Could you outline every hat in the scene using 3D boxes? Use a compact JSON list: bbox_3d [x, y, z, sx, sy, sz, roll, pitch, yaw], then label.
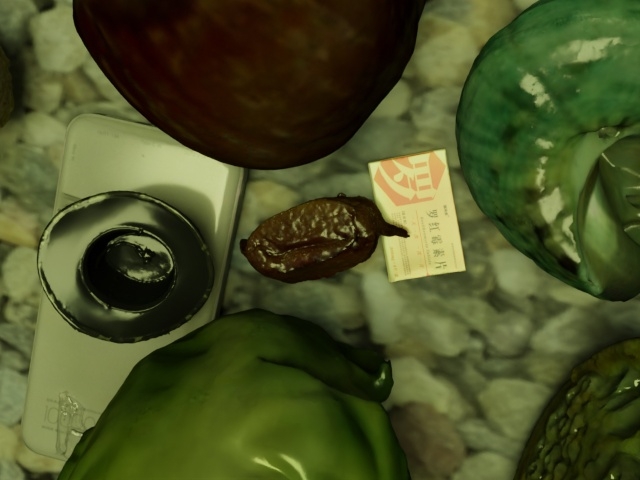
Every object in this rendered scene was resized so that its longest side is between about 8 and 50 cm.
[{"bbox_3d":[-0.135,0.015,0.474,0.121,0.050,0.121,-1,102,-5],"label":"hat"}]

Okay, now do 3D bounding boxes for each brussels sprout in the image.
[{"bbox_3d":[-0.042,0.188,0.424,0.227,0.294,0.259,-2,121,27],"label":"brussels sprout"}]

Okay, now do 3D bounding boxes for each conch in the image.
[{"bbox_3d":[0.169,-0.072,0.420,0.176,0.122,0.188,23,104,-16],"label":"conch"}]

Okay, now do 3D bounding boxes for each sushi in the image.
[{"bbox_3d":[0.000,0.000,0.488,0.120,0.055,0.052,-23,79,19],"label":"sushi"}]

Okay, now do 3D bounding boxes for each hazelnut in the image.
[{"bbox_3d":[-0.026,-0.158,0.397,0.218,0.218,0.233,31,101,4],"label":"hazelnut"}]

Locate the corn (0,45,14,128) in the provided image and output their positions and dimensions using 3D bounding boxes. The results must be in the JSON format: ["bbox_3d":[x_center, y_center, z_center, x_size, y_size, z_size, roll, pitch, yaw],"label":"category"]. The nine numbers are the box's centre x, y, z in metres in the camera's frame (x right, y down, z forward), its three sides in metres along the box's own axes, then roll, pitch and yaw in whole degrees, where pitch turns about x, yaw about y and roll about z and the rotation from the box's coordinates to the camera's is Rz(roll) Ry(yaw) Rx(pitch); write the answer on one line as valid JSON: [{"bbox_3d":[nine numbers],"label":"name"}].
[{"bbox_3d":[-0.403,-0.160,0.496,0.347,0.130,0.130,14,100,3],"label":"corn"}]

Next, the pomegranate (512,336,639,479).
[{"bbox_3d":[0.223,0.240,0.388,0.216,0.309,0.358,18,134,0],"label":"pomegranate"}]

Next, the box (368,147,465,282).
[{"bbox_3d":[0.072,-0.018,0.494,0.058,0.015,0.093,-9,97,12],"label":"box"}]

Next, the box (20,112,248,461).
[{"bbox_3d":[-0.151,0.051,0.527,0.142,0.044,0.284,14,99,5],"label":"box"}]
